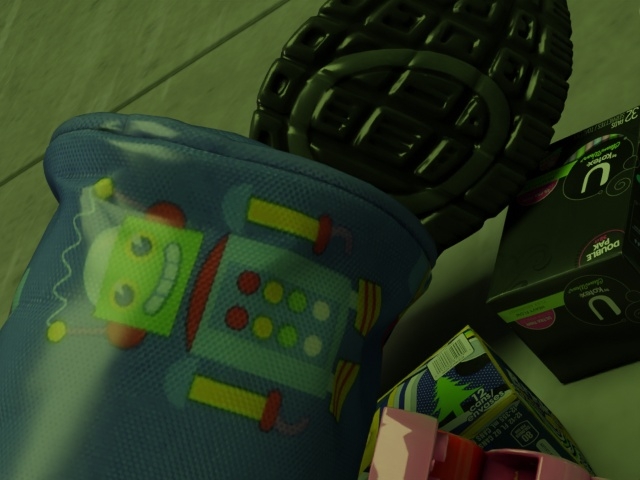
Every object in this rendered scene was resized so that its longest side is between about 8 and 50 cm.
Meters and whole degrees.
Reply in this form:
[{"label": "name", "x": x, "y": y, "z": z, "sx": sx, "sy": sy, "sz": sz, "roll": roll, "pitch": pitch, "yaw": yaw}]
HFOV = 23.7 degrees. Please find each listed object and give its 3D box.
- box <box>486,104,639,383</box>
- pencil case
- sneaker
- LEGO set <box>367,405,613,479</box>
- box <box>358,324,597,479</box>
[{"label": "box", "x": 0.107, "y": 0.001, "z": 0.582, "sx": 0.062, "sy": 0.052, "sz": 0.083, "roll": -24, "pitch": 33, "yaw": 37}, {"label": "pencil case", "x": -0.059, "y": 0.121, "z": 0.428, "sx": 0.119, "sy": 0.133, "sz": 0.306, "roll": 14, "pitch": 79, "yaw": 13}, {"label": "sneaker", "x": 0.000, "y": 0.000, "z": 0.630, "sx": 0.286, "sy": 0.109, "sz": 0.130, "roll": -56, "pitch": 2, "yaw": 0}, {"label": "LEGO set", "x": 0.049, "y": 0.124, "z": 0.394, "sx": 0.227, "sy": 0.093, "sz": 0.087, "roll": 89, "pitch": -166, "yaw": -68}, {"label": "box", "x": 0.013, "y": 0.111, "z": 0.544, "sx": 0.169, "sy": 0.059, "sz": 0.054, "roll": -40, "pitch": 26, "yaw": 7}]
